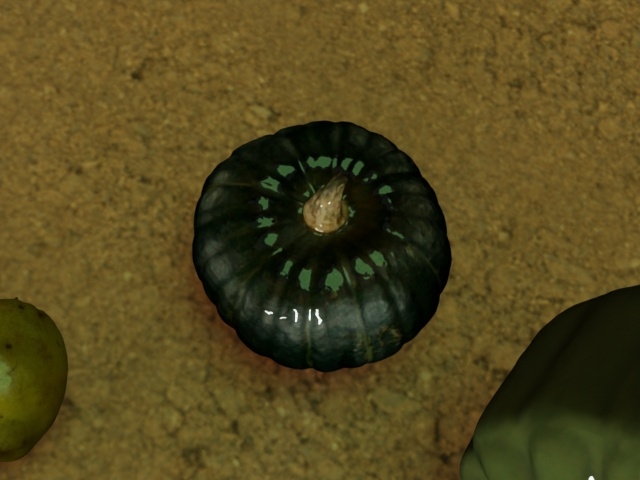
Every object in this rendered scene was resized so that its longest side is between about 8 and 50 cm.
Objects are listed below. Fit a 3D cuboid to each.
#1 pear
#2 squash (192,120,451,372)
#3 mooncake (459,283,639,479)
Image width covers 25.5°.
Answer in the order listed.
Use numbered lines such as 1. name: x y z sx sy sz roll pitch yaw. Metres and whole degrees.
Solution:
1. pear: -0.247 0.105 1.087 0.107 0.107 0.131 6 68 -11
2. squash: 0.000 0.003 1.160 0.218 0.172 0.218 0 88 9
3. mooncake: 0.268 0.201 1.038 0.351 0.351 0.187 39 61 6
